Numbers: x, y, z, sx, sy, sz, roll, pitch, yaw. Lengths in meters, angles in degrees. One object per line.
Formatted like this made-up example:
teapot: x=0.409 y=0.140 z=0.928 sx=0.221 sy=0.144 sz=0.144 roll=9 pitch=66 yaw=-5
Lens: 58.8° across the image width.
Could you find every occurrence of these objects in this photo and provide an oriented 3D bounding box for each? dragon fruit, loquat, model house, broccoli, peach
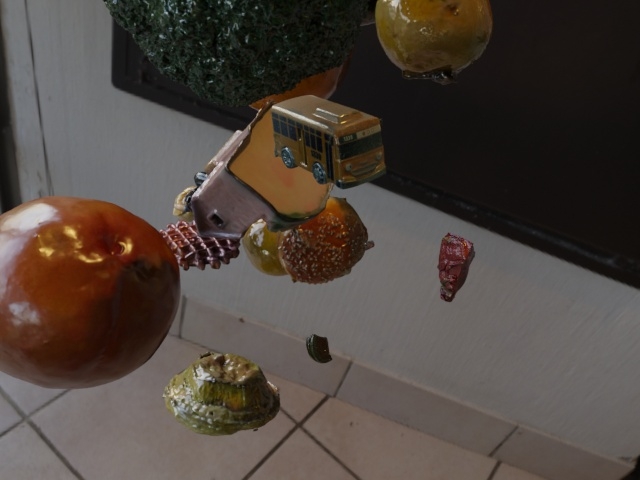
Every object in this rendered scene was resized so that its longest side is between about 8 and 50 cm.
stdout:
dragon fruit: x=0.276 y=0.062 z=1.143 sx=0.097 sy=0.131 sz=0.063 roll=25 pitch=-2 yaw=-29
loquat: x=-0.130 y=0.006 z=1.699 sx=0.208 sy=0.208 sz=0.208 roll=11 pitch=42 yaw=-10
loquat: x=0.230 y=-0.434 z=1.151 sx=0.244 sy=0.243 sz=0.243 roll=11 pitch=42 yaw=-10
model house: x=-0.123 y=-0.098 z=1.119 sx=0.202 sy=0.237 sz=0.237 roll=38 pitch=48 yaw=-19
broccoli: x=-0.084 y=-0.301 z=0.656 sx=0.298 sy=0.297 sz=0.297 roll=9 pitch=87 yaw=-12
peach: x=-0.414 y=0.082 z=0.971 sx=0.343 sy=0.302 sz=0.342 roll=26 pitch=52 yaw=-38

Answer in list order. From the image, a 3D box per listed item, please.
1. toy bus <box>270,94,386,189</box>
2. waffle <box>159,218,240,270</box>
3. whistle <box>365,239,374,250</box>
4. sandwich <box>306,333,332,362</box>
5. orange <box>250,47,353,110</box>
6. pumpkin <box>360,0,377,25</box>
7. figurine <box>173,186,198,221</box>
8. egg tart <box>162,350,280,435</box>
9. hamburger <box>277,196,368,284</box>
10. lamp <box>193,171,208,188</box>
toy bus: x=0.010 y=-0.150 z=0.830 sx=0.091 sy=0.103 sz=0.182 roll=-23 pitch=35 yaw=-27
waffle: x=-0.330 y=0.008 z=1.534 sx=0.234 sy=0.055 sz=0.221 roll=15 pitch=30 yaw=8
whistle: x=0.143 y=0.035 z=2.195 sx=0.177 sy=0.033 sz=0.033 roll=-20 pitch=55 yaw=-39
sandwich: x=-0.003 y=0.307 z=1.610 sx=0.069 sy=0.101 sz=0.026 roll=-24 pitch=15 yaw=-31
orange: x=-0.080 y=-0.422 z=1.223 sx=0.312 sy=0.312 sz=0.312 roll=11 pitch=42 yaw=-10
pumpkin: x=0.123 y=-0.745 z=1.538 sx=0.321 sy=0.192 sz=0.320 roll=0 pitch=75 yaw=0
figurine: x=-0.384 y=-0.113 z=1.700 sx=0.108 sy=0.196 sz=0.114 roll=27 pitch=81 yaw=-7
egg tart: x=-0.280 y=0.424 z=1.654 sx=0.352 sy=0.149 sz=0.352 roll=12 pitch=16 yaw=-3
hamburger: x=0.001 y=-0.004 z=1.334 sx=0.237 sy=0.236 sz=0.147 roll=-13 pitch=33 yaw=-32
lamp: x=-0.181 y=-0.152 z=1.421 sx=0.198 sy=0.197 sz=0.244 roll=40 pitch=22 yaw=21
